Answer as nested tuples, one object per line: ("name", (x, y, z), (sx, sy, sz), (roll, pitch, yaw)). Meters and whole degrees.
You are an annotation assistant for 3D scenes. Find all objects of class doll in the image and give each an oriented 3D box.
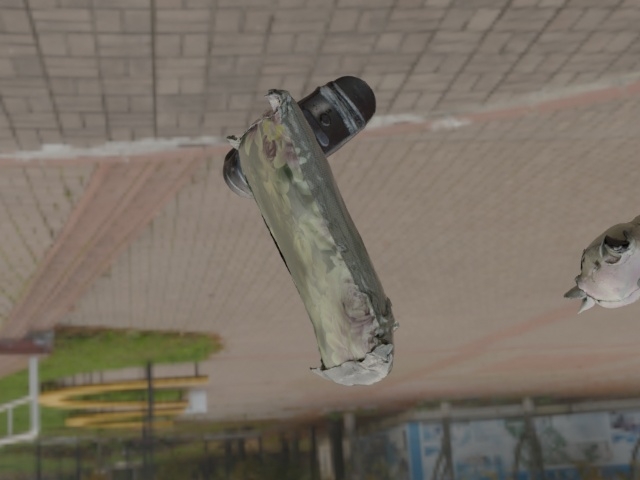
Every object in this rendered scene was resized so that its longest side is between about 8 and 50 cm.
("doll", (0.390, 0.018, 1.322), (0.192, 0.095, 0.149), (-21, 158, -30))

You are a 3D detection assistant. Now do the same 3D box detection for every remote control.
("remote control", (-0.028, -0.139, 1.465), (0.266, 0.090, 0.066), (-38, -170, -33))

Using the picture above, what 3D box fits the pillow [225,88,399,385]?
("pillow", (0.000, 0.000, 0.907), (0.059, 0.255, 0.169), (-21, 173, -19))
